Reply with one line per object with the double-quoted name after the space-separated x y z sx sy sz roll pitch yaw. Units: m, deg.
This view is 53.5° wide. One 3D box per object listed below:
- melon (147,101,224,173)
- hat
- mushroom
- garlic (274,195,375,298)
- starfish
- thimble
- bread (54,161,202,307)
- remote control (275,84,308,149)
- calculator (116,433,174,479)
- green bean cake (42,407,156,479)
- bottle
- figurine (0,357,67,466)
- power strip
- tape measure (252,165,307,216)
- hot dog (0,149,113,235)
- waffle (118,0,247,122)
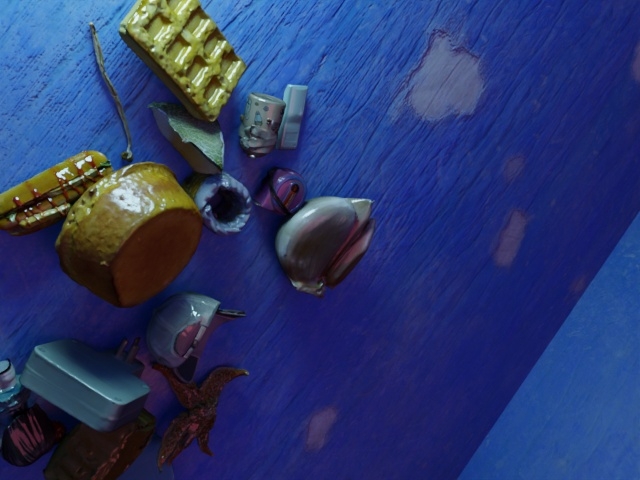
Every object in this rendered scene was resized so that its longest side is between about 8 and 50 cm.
-0.276 -0.235 1.374 0.202 0.093 0.140 46 49 -18 "melon"
-0.310 0.215 1.543 0.232 0.161 0.275 -47 160 4 "hat"
-0.410 -0.286 1.256 0.025 0.028 0.286 -1 121 5 "mushroom"
0.001 0.001 1.707 0.279 0.132 0.325 19 102 -47 "garlic"
-0.346 0.473 1.670 0.301 0.084 0.294 15 93 -49 "starfish"
-0.234 -0.091 1.453 0.127 0.118 0.151 -48 136 -7 "thimble"
-0.377 -0.009 1.291 0.312 0.172 0.312 -46 162 -20 "bread"
-0.068 -0.298 1.551 0.061 0.029 0.162 -7 118 -38 "remote control"
-0.542 0.660 1.643 0.386 0.054 0.256 -31 129 -31 "calculator"
-0.505 0.479 1.469 0.224 0.131 0.230 -51 171 -8 "green bean cake"
-0.140 -0.256 1.464 0.098 0.099 0.152 1 116 -42 "bottle"
-0.639 0.367 1.351 0.137 0.110 0.246 -27 121 -30 "figurine"
-0.472 0.286 1.381 0.141 0.229 0.261 -62 171 3 "power strip"
-0.098 -0.125 1.590 0.125 0.074 0.118 25 97 -42 "tape measure"
-0.515 -0.085 1.232 0.250 0.076 0.104 -34 133 -26 "hot dog"
-0.270 -0.381 1.269 0.274 0.057 0.168 49 60 -46 "waffle"
